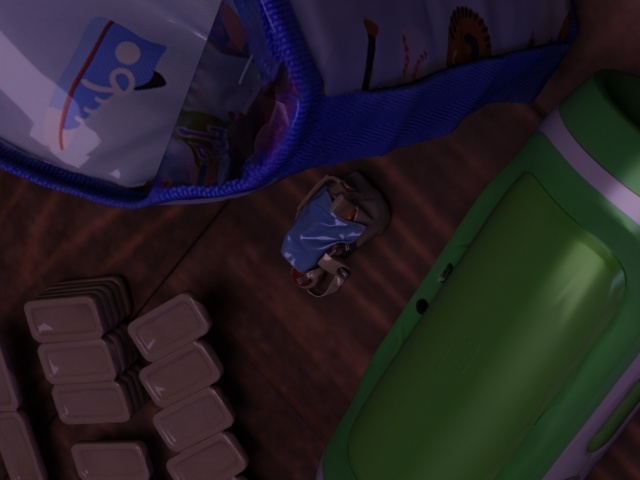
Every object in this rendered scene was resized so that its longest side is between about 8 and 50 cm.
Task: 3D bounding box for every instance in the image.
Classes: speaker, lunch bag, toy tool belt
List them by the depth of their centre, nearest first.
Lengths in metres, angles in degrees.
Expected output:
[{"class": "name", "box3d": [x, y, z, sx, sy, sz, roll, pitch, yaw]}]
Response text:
[{"class": "lunch bag", "box3d": [-0.084, -0.170, 0.691, 0.385, 0.328, 0.239, 34, 117, 18]}, {"class": "speaker", "box3d": [0.108, 0.061, 0.758, 0.131, 0.131, 0.296, 39, 117, 15]}, {"class": "toy tool belt", "box3d": [0.000, 0.000, 0.842, 0.052, 0.051, 0.083, 43, 118, 13]}]

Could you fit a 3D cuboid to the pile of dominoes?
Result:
[{"class": "pile of dominoes", "box3d": [-0.122, 0.147, 0.964, 0.196, 0.040, 0.251, -6, 107, 28]}]
